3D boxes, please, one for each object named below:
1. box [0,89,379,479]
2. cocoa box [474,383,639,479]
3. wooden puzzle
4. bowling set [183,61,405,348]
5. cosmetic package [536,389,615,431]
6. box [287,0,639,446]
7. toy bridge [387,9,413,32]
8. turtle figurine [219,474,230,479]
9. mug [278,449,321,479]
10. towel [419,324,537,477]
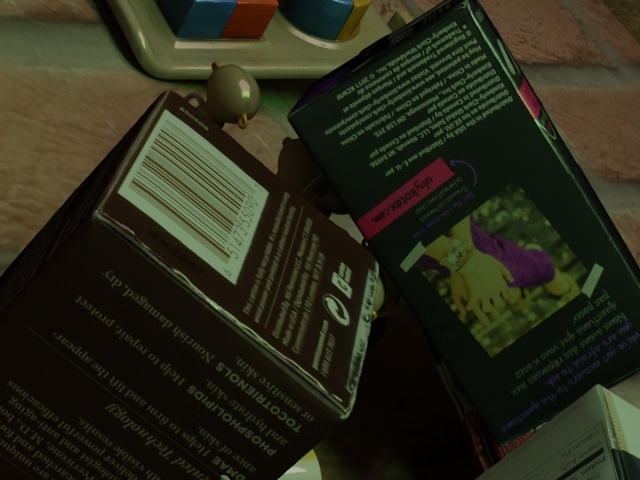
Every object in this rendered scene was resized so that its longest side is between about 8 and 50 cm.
[{"bbox_3d":[-0.098,0.061,0.828,0.167,0.203,0.168,39,27,-13],"label":"box"},{"bbox_3d":[0.233,0.302,0.927,0.347,0.231,0.228,32,29,-24],"label":"cocoa box"},{"bbox_3d":[-0.084,-0.289,1.441,0.348,0.080,0.322,-1,50,-40],"label":"wooden puzzle"},{"bbox_3d":[0.000,0.000,1.120,0.200,0.154,0.287,15,39,-46],"label":"bowling set"},{"bbox_3d":[0.262,0.218,1.216,0.239,0.060,0.099,55,19,-15],"label":"cosmetic package"},{"bbox_3d":[0.114,-0.023,1.028,0.270,0.143,0.165,57,12,-9],"label":"box"},{"bbox_3d":[0.024,-0.213,1.569,0.188,0.063,0.026,-10,57,-45],"label":"toy bridge"},{"bbox_3d":[-0.072,0.215,0.742,0.234,0.118,0.175,58,42,-11],"label":"turtle figurine"},{"bbox_3d":[-0.047,0.150,0.946,0.064,0.062,0.078,3,44,-42],"label":"mug"},{"bbox_3d":[0.149,0.125,1.211,0.237,0.037,0.329,28,35,-59],"label":"towel"}]
